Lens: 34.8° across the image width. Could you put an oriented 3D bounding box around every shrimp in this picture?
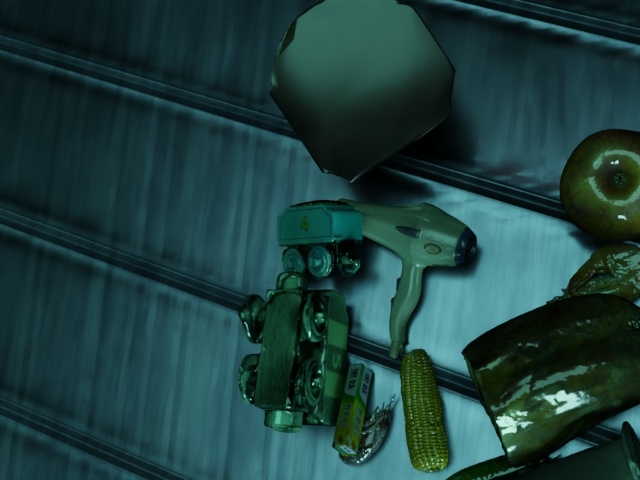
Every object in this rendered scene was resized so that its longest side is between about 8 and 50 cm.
[{"bbox_3d":[0.096,0.360,1.960,0.065,0.056,0.165,28,80,29],"label":"shrimp"},{"bbox_3d":[0.523,0.077,1.916,0.217,0.051,0.115,-24,66,9],"label":"shrimp"}]

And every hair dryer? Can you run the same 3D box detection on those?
[{"bbox_3d":[0.124,0.033,2.019,0.296,0.119,0.298,39,102,26],"label":"hair dryer"}]

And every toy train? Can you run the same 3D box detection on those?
[{"bbox_3d":[0.000,0.000,2.013,0.197,0.107,0.155,-5,87,48],"label":"toy train"},{"bbox_3d":[-0.048,0.215,1.936,0.166,0.238,0.299,-1,75,22],"label":"toy train"}]

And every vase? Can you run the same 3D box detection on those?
[{"bbox_3d":[0.439,0.467,1.768,0.291,0.245,0.245,-23,72,18],"label":"vase"}]

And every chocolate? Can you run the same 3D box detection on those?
[{"bbox_3d":[0.089,-0.316,2.008,0.314,0.297,0.326,-36,88,12],"label":"chocolate"}]

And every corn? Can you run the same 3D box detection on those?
[{"bbox_3d":[0.191,0.322,1.933,0.080,0.080,0.231,-13,72,12],"label":"corn"}]

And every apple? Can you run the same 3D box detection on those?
[{"bbox_3d":[0.545,-0.102,1.880,0.211,0.188,0.211,-4,78,17],"label":"apple"}]

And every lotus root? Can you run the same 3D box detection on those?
[{"bbox_3d":[0.439,0.230,1.806,0.346,0.250,0.251,-24,72,9],"label":"lotus root"}]

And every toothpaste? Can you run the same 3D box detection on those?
[{"bbox_3d":[0.061,0.320,1.943,0.037,0.043,0.179,-15,45,34],"label":"toothpaste"}]

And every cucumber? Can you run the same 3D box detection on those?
[{"bbox_3d":[0.323,0.429,1.885,0.250,0.056,0.056,-20,73,11],"label":"cucumber"}]
